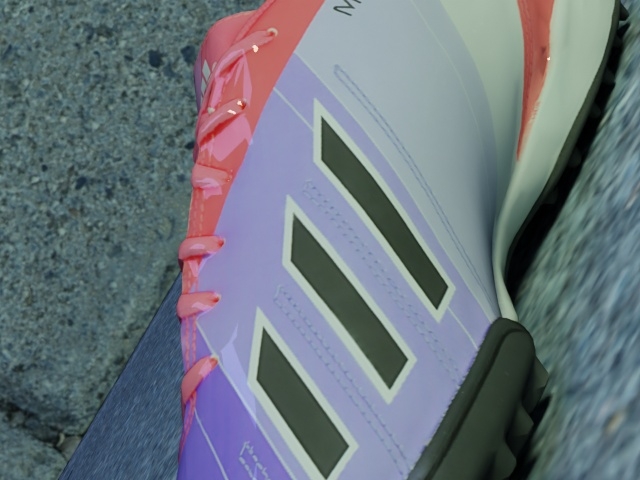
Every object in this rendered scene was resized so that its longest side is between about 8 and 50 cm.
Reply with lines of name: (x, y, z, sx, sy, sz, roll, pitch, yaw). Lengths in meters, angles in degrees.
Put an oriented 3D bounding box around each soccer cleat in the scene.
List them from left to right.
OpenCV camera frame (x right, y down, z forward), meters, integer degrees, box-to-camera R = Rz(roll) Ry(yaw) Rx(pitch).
soccer cleat: (0.000, 0.000, 0.452, 0.108, 0.116, 0.318, -53, 9, 43)
